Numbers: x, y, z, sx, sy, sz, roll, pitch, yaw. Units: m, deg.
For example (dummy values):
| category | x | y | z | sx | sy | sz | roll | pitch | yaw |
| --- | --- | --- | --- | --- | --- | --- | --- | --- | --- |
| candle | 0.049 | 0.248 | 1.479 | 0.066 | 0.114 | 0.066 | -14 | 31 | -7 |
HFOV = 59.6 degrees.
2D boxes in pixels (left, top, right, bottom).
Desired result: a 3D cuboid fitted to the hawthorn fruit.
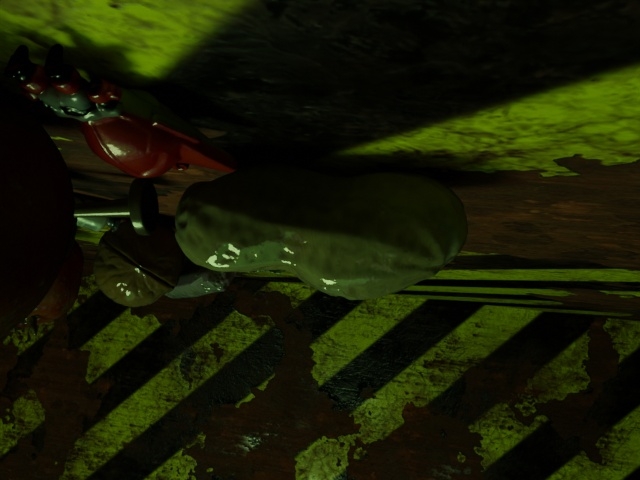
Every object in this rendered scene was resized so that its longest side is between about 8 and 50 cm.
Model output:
| category | x | y | z | sx | sy | sz | roll | pitch | yaw |
| --- | --- | --- | --- | --- | --- | --- | --- | --- | --- |
| hawthorn fruit | -0.716 | 0.089 | 1.361 | 0.275 | 0.300 | 0.275 | -14 | 162 | -5 |

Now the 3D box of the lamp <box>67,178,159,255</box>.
| category | x | y | z | sx | sy | sz | roll | pitch | yaw |
| --- | --- | --- | --- | --- | --- | --- | --- | --- | --- |
| lamp | -0.318 | -0.033 | 0.701 | 0.214 | 0.122 | 0.121 | -3 | 172 | 1 |

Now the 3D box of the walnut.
| category | x | y | z | sx | sy | sz | roll | pitch | yaw |
| --- | --- | --- | --- | --- | --- | --- | --- | --- | --- |
| walnut | -0.335 | 0.038 | 1.036 | 0.167 | 0.168 | 0.207 | 9 | -177 | -18 |

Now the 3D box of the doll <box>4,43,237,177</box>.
| category | x | y | z | sx | sy | sz | roll | pitch | yaw |
| --- | --- | --- | --- | --- | --- | --- | --- | --- | --- |
| doll | -0.144 | -0.081 | 0.407 | 0.109 | 0.057 | 0.169 | 1 | 171 | 19 |

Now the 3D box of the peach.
| category | x | y | z | sx | sy | sz | roll | pitch | yaw |
| --- | --- | --- | --- | --- | --- | --- | --- | --- | --- |
| peach | -0.326 | -0.013 | 0.430 | 0.252 | 0.253 | 0.252 | 7 | 172 | 1 |

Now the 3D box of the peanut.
| category | x | y | z | sx | sy | sz | roll | pitch | yaw |
| --- | --- | --- | --- | --- | --- | --- | --- | --- | --- |
| peanut | -0.005 | -0.012 | 0.548 | 0.289 | 0.130 | 0.130 | 7 | 172 | 13 |

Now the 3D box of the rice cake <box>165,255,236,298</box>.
| category | x | y | z | sx | sy | sz | roll | pitch | yaw |
| --- | --- | --- | --- | --- | --- | --- | --- | --- | --- |
| rice cake | -0.239 | 0.058 | 1.096 | 0.050 | 0.106 | 0.297 | 36 | 155 | -25 |

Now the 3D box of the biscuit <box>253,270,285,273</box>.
| category | x | y | z | sx | sy | sz | roll | pitch | yaw |
| --- | --- | --- | --- | --- | --- | --- | --- | --- | --- |
| biscuit | 0.000 | -0.001 | 0.684 | 0.143 | 0.016 | 0.203 | 5 | -159 | 9 |

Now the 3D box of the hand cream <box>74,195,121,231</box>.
| category | x | y | z | sx | sy | sz | roll | pitch | yaw |
| --- | --- | --- | --- | --- | --- | --- | --- | --- | --- |
| hand cream | -0.430 | -0.061 | 0.866 | 0.233 | 0.050 | 0.080 | 17 | 174 | -31 |
